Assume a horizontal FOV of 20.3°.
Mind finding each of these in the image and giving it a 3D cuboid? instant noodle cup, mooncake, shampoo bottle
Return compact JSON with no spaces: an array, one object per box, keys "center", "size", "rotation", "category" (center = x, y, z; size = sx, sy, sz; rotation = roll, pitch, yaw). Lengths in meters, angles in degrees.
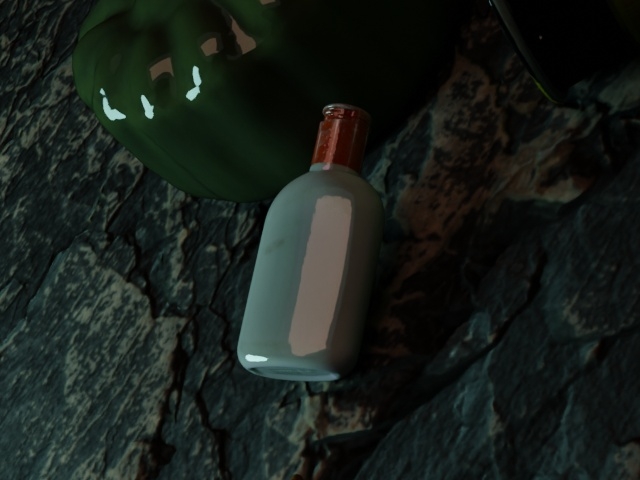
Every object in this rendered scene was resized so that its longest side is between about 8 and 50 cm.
[{"center":[0.231,-0.238,1.310],"size":[0.236,0.215,0.215],"rotation":[-23,44,15],"category":"instant noodle cup"},{"center":[-0.051,-0.210,1.558],"size":[0.351,0.187,0.351],"rotation":[-25,42,25],"category":"mooncake"},{"center":[0.000,0.000,1.407],"size":[0.108,0.051,0.221],"rotation":[-1,68,35],"category":"shampoo bottle"}]

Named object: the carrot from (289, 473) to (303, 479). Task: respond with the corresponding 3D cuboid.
[{"center":[-0.043,0.232,1.301],"size":[0.035,0.035,0.142],"rotation":[4,55,46],"category":"carrot"}]
